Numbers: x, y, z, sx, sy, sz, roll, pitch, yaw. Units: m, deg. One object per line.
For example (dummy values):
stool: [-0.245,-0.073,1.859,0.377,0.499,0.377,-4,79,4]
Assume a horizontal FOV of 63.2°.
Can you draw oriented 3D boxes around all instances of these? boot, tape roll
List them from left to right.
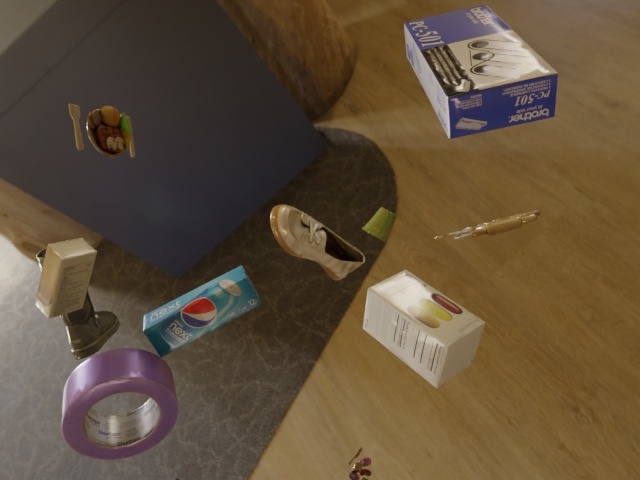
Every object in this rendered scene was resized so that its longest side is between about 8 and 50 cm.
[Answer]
boot: [-0.464,0.101,0.999,0.076,0.208,0.189,-21,14,-8]
tape roll: [-0.352,0.289,0.921,0.189,0.189,0.080,-42,36,4]

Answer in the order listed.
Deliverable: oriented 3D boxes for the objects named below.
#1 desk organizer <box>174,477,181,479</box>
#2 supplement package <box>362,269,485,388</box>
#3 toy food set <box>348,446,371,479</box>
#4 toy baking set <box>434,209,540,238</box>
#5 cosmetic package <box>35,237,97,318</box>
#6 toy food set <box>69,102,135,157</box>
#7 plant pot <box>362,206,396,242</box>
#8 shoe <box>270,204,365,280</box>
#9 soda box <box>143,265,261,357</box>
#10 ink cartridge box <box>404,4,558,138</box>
desk organizer: [-0.323,0.658,1.319,0.130,0.047,0.050,14,42,17]
supplement package: [0.236,0.200,1.224,0.139,0.133,0.244,-22,41,-34]
toy food set: [0.100,0.558,1.238,0.019,0.122,0.078,7,30,40]
toy baking set: [0.435,-0.030,1.355,0.257,0.197,0.030,-16,89,0]
cosmetic package: [-0.387,0.057,0.790,0.041,0.060,0.115,36,116,21]
toy food set: [-0.532,-0.276,1.311,0.039,0.192,0.132,-10,90,25]
plant pot: [0.171,-0.048,1.446,0.083,0.083,0.079,35,98,38]
shoe: [0.000,0.000,0.825,0.058,0.219,0.076,-16,59,27]
soda box: [-0.223,0.132,0.986,0.210,0.067,0.071,-28,22,-6]
ink cartridge box: [0.154,-0.181,0.536,0.097,0.046,0.207,-11,39,5]
